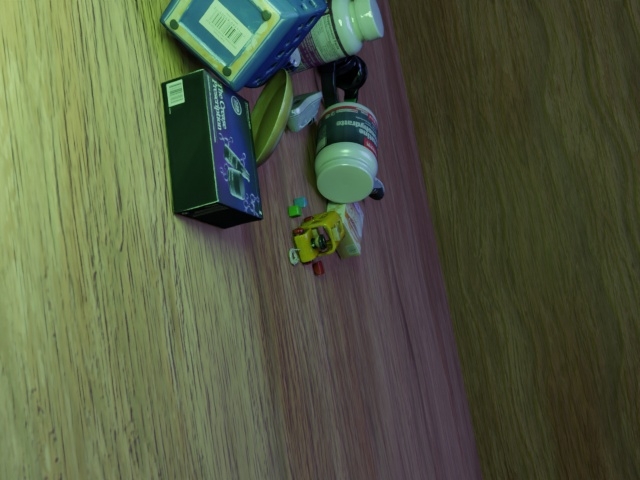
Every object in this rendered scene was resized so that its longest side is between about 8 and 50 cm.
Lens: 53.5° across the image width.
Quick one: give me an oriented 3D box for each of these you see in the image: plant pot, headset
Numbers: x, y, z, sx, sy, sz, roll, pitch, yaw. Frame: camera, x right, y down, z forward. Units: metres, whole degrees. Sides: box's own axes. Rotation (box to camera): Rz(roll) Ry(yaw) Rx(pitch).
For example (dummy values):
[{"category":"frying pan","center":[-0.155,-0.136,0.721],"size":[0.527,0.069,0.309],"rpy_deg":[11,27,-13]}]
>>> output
[{"category":"plant pot","center":[-0.114,-0.257,1.384],"size":[0.032,0.236,0.236],"rpy_deg":[20,51,-23]},{"category":"plant pot","center":[-0.156,-0.441,1.241],"size":[0.236,0.236,0.212],"rpy_deg":[42,27,-9]},{"category":"headset","center":[0.099,-0.614,2.199],"size":[0.243,0.185,0.395],"rpy_deg":[28,64,-65]}]

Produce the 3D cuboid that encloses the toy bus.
[{"category":"toy bus","center":[0.001,-0.009,1.696],"size":[0.191,0.104,0.202],"rpy_deg":[45,38,-56]}]

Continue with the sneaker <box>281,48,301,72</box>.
[{"category":"sneaker","center":[-0.123,-0.499,1.620],"size":[0.316,0.127,0.182],"rpy_deg":[-72,142,-57]}]

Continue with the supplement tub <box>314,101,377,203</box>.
[{"category":"supplement tub","center":[0.079,-0.268,1.932],"size":[0.191,0.191,0.272],"rpy_deg":[56,29,-46]}]

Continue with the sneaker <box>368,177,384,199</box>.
[{"category":"sneaker","center":[0.149,-0.184,2.248],"size":[0.229,0.086,0.132],"rpy_deg":[46,40,-38]}]

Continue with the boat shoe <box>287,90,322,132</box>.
[{"category":"boat shoe","center":[-0.049,-0.369,1.830],"size":[0.227,0.079,0.081],"rpy_deg":[-55,137,-56]}]

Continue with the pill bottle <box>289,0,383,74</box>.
[{"category":"pill bottle","center":[0.017,-0.589,1.793],"size":[0.169,0.301,0.169],"rpy_deg":[-13,90,-70]}]

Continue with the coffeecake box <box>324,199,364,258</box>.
[{"category":"coffeecake box","center":[0.076,-0.061,1.979],"size":[0.186,0.068,0.142],"rpy_deg":[-82,151,-45]}]

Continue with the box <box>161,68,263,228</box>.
[{"category":"box","center":[-0.208,-0.171,1.243],"size":[0.184,0.103,0.261],"rpy_deg":[24,56,-69]}]
